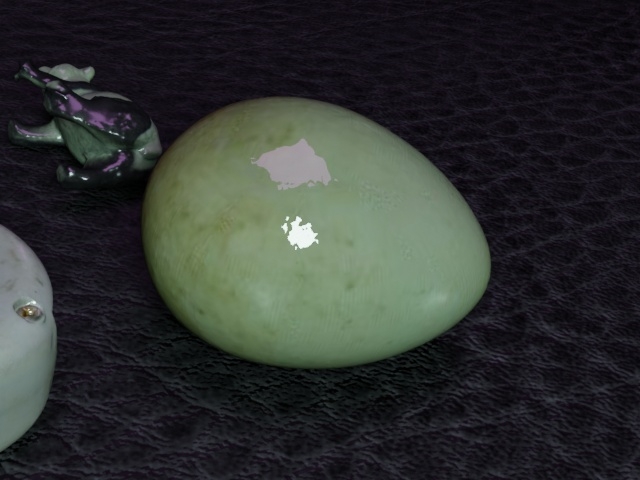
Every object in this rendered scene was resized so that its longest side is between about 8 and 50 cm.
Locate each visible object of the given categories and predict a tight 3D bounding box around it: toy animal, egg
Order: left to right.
[{"bbox_3d":[-0.249,-0.129,1.124,0.121,0.094,0.225,-1,23,-37],"label":"toy animal"},{"bbox_3d":[0.000,0.000,0.880,0.295,0.218,0.218,16,31,-10],"label":"egg"}]

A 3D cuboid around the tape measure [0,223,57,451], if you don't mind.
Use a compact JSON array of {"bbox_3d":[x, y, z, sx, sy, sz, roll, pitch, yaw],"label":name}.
[{"bbox_3d":[-0.322,0.059,0.770,0.265,0.130,0.258,23,31,18],"label":"tape measure"}]
